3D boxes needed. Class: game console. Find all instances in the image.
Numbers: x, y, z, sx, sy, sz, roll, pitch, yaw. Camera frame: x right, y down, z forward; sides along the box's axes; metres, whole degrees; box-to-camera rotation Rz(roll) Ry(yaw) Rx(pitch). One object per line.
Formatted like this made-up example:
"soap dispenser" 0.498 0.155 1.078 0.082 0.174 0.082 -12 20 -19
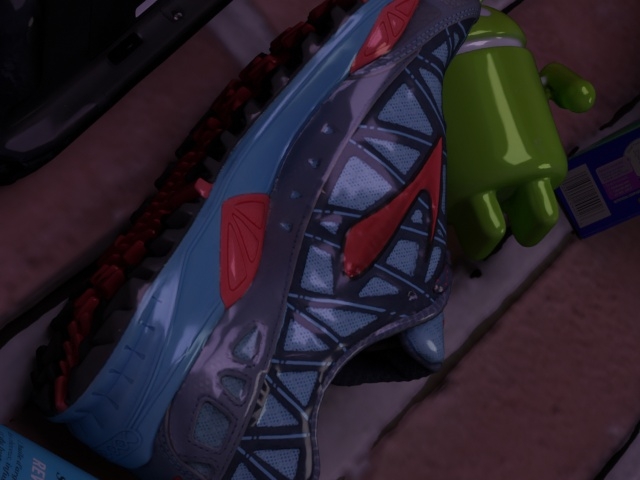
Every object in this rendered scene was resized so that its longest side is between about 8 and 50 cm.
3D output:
"game console" -0.019 -0.163 0.721 0.044 0.213 0.361 28 54 22

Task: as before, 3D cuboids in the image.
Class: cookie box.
"cookie box" 0.175 -0.048 0.870 0.107 0.092 0.040 -26 90 -43

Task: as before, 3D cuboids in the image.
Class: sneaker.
"sneaker" 0.000 0.000 0.710 0.125 0.104 0.262 43 58 -14

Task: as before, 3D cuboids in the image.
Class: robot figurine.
"robot figurine" 0.067 -0.052 0.802 0.101 0.067 0.115 -14 75 -9

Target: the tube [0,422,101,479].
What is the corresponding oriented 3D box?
"tube" -0.076 0.115 0.625 0.207 0.052 0.080 36 58 -26
